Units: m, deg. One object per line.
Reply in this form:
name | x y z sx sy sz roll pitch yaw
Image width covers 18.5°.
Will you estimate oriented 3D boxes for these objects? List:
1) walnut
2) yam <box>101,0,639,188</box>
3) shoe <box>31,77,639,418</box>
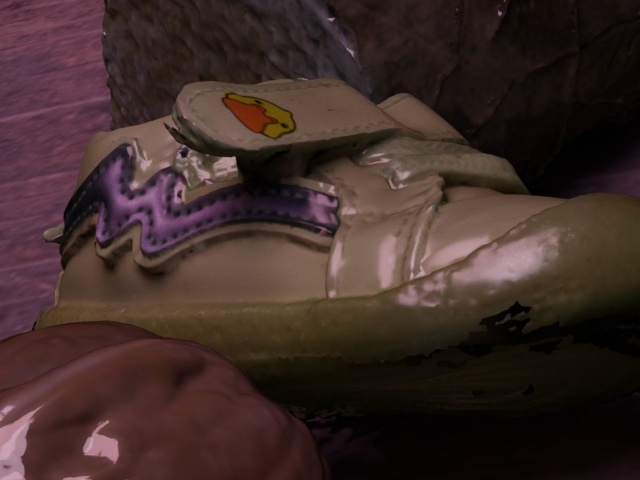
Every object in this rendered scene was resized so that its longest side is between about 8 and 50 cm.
walnut | -0.073 0.094 0.571 0.162 0.140 0.140 -43 32 -25
yam | 0.064 -0.117 0.835 0.271 0.202 0.201 -33 50 -27
shoe | 0.000 0.007 0.660 0.262 0.128 0.140 -11 -2 39
